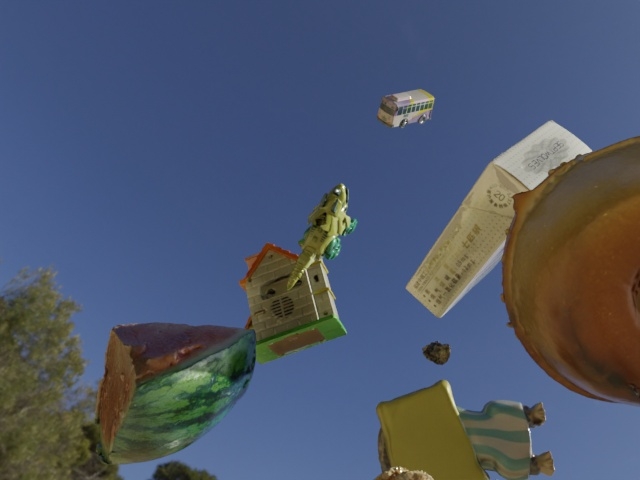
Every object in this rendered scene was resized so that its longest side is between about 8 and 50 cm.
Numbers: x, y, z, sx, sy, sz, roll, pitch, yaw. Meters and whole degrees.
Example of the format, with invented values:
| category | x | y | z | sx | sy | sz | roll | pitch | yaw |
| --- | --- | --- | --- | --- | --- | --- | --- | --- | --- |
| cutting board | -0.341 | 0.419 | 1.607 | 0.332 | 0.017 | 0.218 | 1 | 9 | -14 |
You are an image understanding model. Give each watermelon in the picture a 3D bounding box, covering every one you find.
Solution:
| category | x | y | z | sx | sy | sz | roll | pitch | yaw |
| --- | --- | --- | --- | --- | --- | --- | --- | --- | --- |
| watermelon | -0.299 | 0.292 | 0.971 | 0.319 | 0.222 | 0.292 | 10 | -76 | 7 |

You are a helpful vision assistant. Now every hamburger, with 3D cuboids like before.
| category | x | y | z | sx | sy | sz | roll | pitch | yaw |
| --- | --- | --- | --- | --- | --- | --- | --- | --- | --- |
| hamburger | 0.260 | 0.028 | 0.444 | 0.237 | 0.147 | 0.236 | 1 | -77 | 6 |

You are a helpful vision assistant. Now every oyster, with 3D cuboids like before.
| category | x | y | z | sx | sy | sz | roll | pitch | yaw |
| --- | --- | --- | --- | --- | --- | --- | --- | --- | --- |
| oyster | 0.270 | 0.262 | 1.304 | 0.019 | 0.054 | 0.083 | 28 | -13 | -28 |

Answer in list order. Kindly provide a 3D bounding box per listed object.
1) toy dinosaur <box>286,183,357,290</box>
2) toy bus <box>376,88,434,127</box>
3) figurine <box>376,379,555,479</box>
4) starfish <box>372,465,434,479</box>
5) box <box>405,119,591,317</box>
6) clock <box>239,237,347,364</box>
| category | x | y | z | sx | sy | sz | roll | pitch | yaw |
| --- | --- | --- | --- | --- | --- | --- | --- | --- | --- |
| toy dinosaur | 0.000 | 0.000 | 1.231 | 0.094 | 0.259 | 0.153 | 29 | 1 | 20 |
| toy bus | 0.162 | -0.252 | 1.055 | 0.052 | 0.102 | 0.058 | 46 | -38 | 39 |
| figurine | 0.328 | 0.499 | 1.309 | 0.361 | 0.266 | 0.377 | -6 | -28 | 12 |
| starfish | 0.096 | 0.292 | 0.522 | 0.210 | 0.150 | 0.053 | 10 | -7 | 5 |
| box | 0.298 | -0.030 | 0.961 | 0.095 | 0.210 | 0.330 | 44 | -39 | 17 |
| clock | -0.080 | 0.129 | 1.310 | 0.220 | 0.255 | 0.106 | -20 | -34 | 7 |
